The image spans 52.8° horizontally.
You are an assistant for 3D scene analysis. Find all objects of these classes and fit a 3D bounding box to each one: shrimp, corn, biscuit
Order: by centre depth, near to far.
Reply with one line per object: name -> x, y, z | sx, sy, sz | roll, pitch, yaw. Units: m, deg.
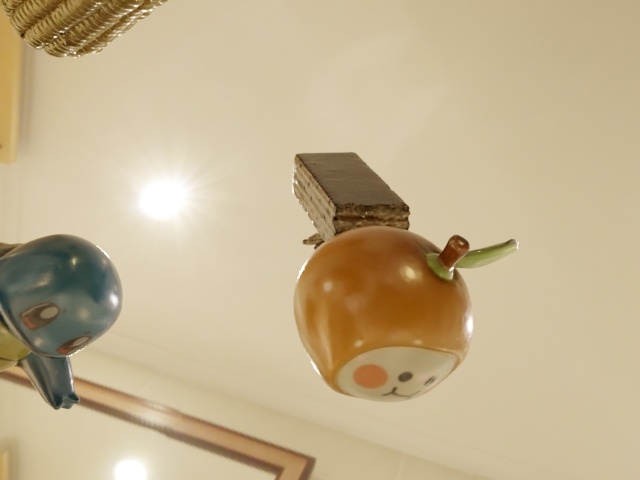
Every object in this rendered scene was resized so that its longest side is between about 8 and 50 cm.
corn -> -0.178, -0.254, 0.555 | 0.345, 0.131, 0.131 | -3, -72, 51
biscuit -> 0.037, -0.060, 0.924 | 0.106, 0.252, 0.070 | -3, -64, -16
shrimp -> 0.000, 0.000, 1.335 | 0.127, 0.091, 0.025 | -14, -72, 43

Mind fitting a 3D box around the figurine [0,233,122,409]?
figurine -> -0.442, 0.104, 0.801 | 0.417, 0.243, 0.297 | 2, -41, 28

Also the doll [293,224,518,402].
doll -> 0.090, 0.061, 0.723 | 0.213, 0.213, 0.236 | 43, -62, 1
